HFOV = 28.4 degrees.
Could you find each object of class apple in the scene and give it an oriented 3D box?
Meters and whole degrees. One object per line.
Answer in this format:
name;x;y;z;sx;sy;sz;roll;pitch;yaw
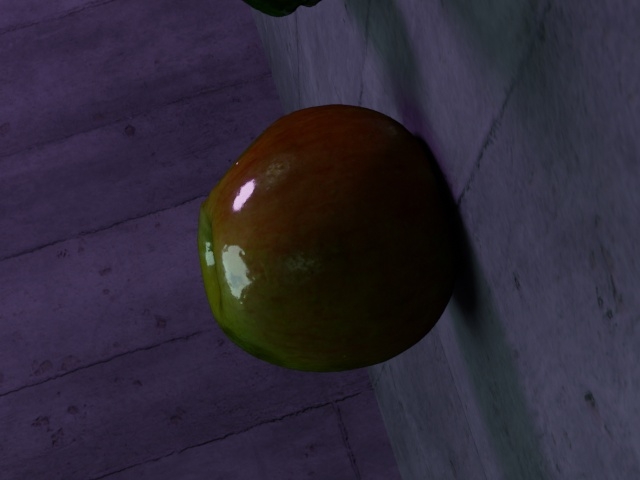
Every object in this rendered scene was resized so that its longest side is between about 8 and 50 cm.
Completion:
apple;0.000;0.000;1.151;0.246;0.226;0.246;165;90;-84

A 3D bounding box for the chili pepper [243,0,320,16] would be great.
chili pepper;-0.076;-0.337;1.200;0.385;0.167;0.213;-116;7;-60
